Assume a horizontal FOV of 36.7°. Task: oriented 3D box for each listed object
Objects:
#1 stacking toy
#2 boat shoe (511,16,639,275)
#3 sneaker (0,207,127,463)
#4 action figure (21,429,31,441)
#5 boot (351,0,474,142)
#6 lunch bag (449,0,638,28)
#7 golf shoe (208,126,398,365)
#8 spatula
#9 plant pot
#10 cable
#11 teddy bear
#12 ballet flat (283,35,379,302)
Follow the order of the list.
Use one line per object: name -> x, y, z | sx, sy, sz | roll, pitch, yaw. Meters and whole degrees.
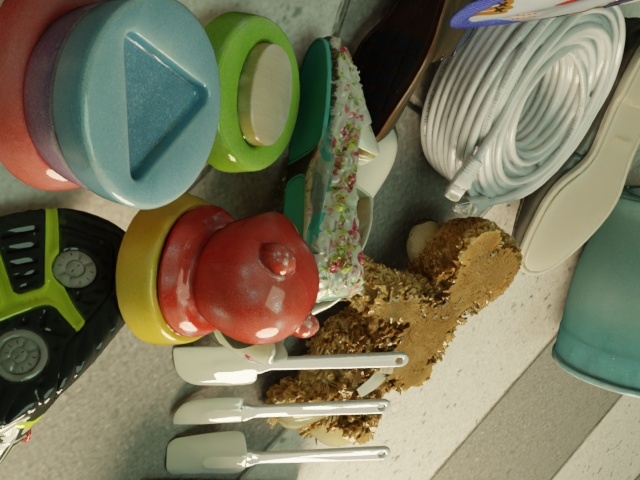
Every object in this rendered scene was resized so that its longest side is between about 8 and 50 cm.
stacking toy -> -0.067, -0.089, 0.689 | 0.280, 0.130, 0.309 | -65, 146, -27
boat shoe -> 0.324, -0.116, 1.190 | 0.112, 0.095, 0.335 | 17, 109, -34
sneaker -> -0.289, 0.123, 0.718 | 0.385, 0.145, 0.147 | -45, 177, -23
action figure -> -0.240, 0.123, 0.825 | 0.038, 0.030, 0.115 | 0, 119, -51
boot -> 0.099, -0.179, 0.906 | 0.106, 0.082, 0.219 | 20, 94, -52
lunch bag -> 0.175, -0.282, 0.675 | 0.327, 0.385, 0.239 | -16, 127, -39
golf shoe -> 0.000, 0.000, 0.911 | 0.273, 0.120, 0.105 | -51, 140, -7
spatula -> -0.035, 0.176, 0.998 | 0.242, 0.019, 0.168 | 0, 115, -14
plant pot -> 0.479, 0.061, 1.348 | 0.271, 0.271, 0.255 | -7, 108, -43
cable -> 0.220, -0.158, 1.035 | 0.257, 0.089, 0.257 | -6, 125, -50
teddy bear -> 0.071, 0.096, 1.081 | 0.245, 0.113, 0.338 | 16, 112, -43
ballet flat -> 0.011, -0.058, 0.841 | 0.077, 0.091, 0.241 | 14, 74, -27
